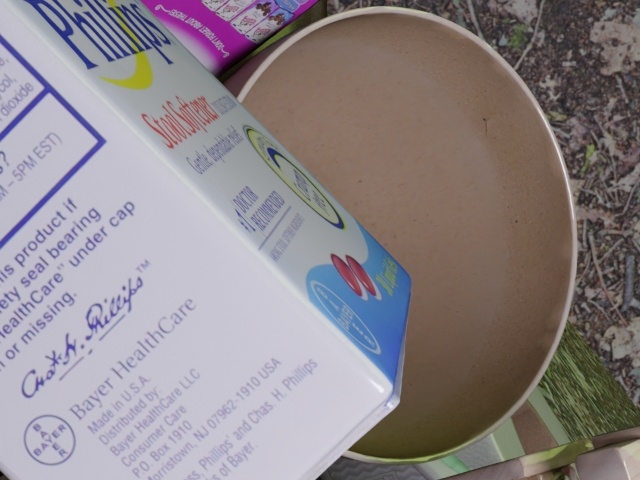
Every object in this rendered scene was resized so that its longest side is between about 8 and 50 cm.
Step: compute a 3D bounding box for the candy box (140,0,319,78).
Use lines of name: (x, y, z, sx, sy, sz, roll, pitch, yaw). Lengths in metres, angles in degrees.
candy box: (-0.118, -0.130, 1.092, 0.071, 0.233, 0.159, 56, 10, 19)

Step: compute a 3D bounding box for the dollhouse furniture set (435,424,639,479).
dollhouse furniture set: (0.195, 0.254, 1.057, 0.173, 0.355, 0.303, -13, 83, -40)

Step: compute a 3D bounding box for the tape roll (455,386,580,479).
tape roll: (0.178, 0.228, 1.573, 0.392, 0.072, 0.392, 56, 12, -18)

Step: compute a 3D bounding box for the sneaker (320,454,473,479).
sneaker: (0.084, 0.179, 1.356, 0.256, 0.094, 0.151, 48, 12, -24)

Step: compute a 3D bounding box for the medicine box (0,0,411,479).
medicine box: (-0.107, -0.008, 0.884, 0.289, 0.149, 0.263, 46, 10, -4)

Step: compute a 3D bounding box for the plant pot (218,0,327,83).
plant pot: (-0.084, -0.143, 1.469, 0.215, 0.215, 0.230, 41, 31, -49)

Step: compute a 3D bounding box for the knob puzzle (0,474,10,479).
knob puzzle: (-0.077, 0.168, 0.854, 0.213, 0.030, 0.213, 50, 10, -13)

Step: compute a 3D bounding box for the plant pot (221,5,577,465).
plant pot: (0.000, 0.000, 1.223, 0.284, 0.284, 0.191, 49, -26, -21)
